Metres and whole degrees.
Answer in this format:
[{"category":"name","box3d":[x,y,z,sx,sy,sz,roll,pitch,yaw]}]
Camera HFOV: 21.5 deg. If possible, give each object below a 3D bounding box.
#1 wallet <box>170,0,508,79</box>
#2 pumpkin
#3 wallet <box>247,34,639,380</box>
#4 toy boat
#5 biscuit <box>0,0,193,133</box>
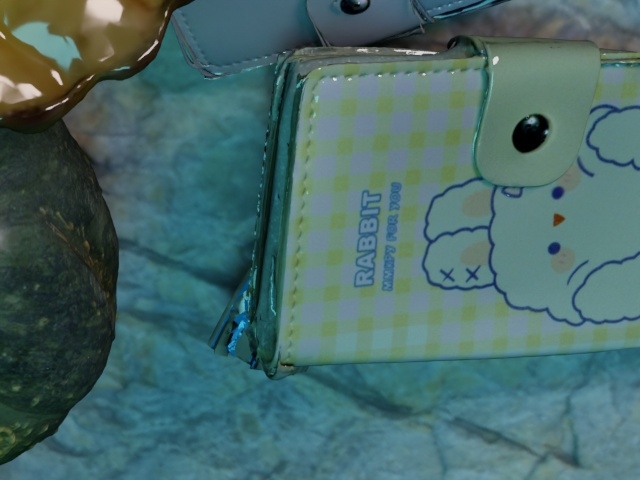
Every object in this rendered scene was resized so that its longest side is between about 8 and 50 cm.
[{"category":"wallet","box3d":[0.012,-0.186,0.994,0.231,0.069,0.170,-15,136,11]},{"category":"pumpkin","box3d":[-0.278,0.001,0.987,0.291,0.257,0.328,-34,107,2]},{"category":"wallet","box3d":[0.115,-0.021,1.056,0.309,0.077,0.223,-2,112,-19]},{"category":"toy boat","box3d":[0.000,0.000,1.105,0.084,0.066,0.210,7,115,-43]},{"category":"biscuit","box3d":[-0.205,-0.196,0.835,0.325,0.107,0.326,3,80,-14]}]
